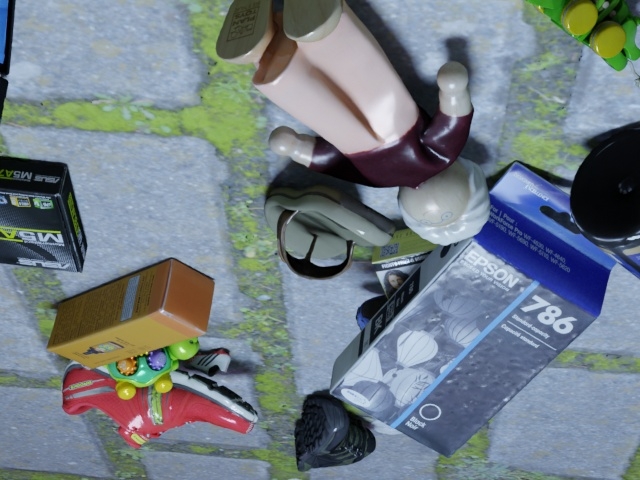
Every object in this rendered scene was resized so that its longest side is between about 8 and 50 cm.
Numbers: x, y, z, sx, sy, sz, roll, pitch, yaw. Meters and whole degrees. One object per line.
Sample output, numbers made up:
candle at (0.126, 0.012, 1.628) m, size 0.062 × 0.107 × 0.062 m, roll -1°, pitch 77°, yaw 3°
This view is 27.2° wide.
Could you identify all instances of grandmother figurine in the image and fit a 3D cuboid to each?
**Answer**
grandmother figurine at (0.047, -0.100, 1.194) m, size 0.208 × 0.104 × 0.342 m, roll -4°, pitch 149°, yaw 37°

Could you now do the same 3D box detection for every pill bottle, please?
pill bottle at (0.346, -0.009, 1.273) m, size 0.123 × 0.122 × 0.219 m, roll -18°, pitch 144°, yaw 38°

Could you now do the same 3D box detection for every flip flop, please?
flip flop at (0.000, 0.000, 1.340) m, size 0.112 × 0.080 × 0.277 m, roll 24°, pitch 173°, yaw -14°

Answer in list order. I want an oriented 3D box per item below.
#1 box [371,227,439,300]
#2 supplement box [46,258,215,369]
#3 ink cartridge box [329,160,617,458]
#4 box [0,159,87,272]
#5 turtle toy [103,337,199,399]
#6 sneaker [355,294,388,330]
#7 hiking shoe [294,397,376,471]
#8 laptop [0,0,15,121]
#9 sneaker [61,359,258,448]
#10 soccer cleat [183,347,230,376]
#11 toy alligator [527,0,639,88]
box at (0.135, 0.090, 1.470) m, size 0.087 × 0.058 × 0.232 m, roll -13°, pitch 123°, yaw 18°
supplement box at (-0.238, 0.096, 1.645) m, size 0.233 × 0.080 × 0.078 m, roll -21°, pitch 141°, yaw 39°
ink cartridge box at (0.166, 0.083, 1.387) m, size 0.165 × 0.065 × 0.332 m, roll 30°, pitch 123°, yaw -13°
box at (-0.364, -0.030, 1.467) m, size 0.191 × 0.045 × 0.184 m, roll 7°, pitch 150°, yaw 0°
turtle toy at (-0.223, 0.149, 1.737) m, size 0.130 × 0.095 × 0.066 m, roll -9°, pitch 134°, yaw -14°
sneaker at (0.150, 0.076, 1.542) m, size 0.221 × 0.083 × 0.087 m, roll -4°, pitch 137°, yaw 9°
hiking shoe at (0.029, 0.283, 1.957) m, size 0.114 × 0.086 × 0.227 m, roll -3°, pitch 160°, yaw -12°
laptop at (-0.407, -0.132, 1.182) m, size 0.234 × 0.264 × 0.136 m, roll 12°, pitch -172°, yaw -10°
sneaker at (-0.222, 0.231, 1.810) m, size 0.279 × 0.118 × 0.107 m, roll 13°, pitch 174°, yaw 11°
soccer cleat at (-0.157, 0.172, 1.813) m, size 0.083 × 0.035 × 0.029 m, roll -15°, pitch 146°, yaw 34°
toy alligator at (0.231, -0.175, 1.065) m, size 0.190 × 0.056 × 0.051 m, roll 28°, pitch 105°, yaw -35°
